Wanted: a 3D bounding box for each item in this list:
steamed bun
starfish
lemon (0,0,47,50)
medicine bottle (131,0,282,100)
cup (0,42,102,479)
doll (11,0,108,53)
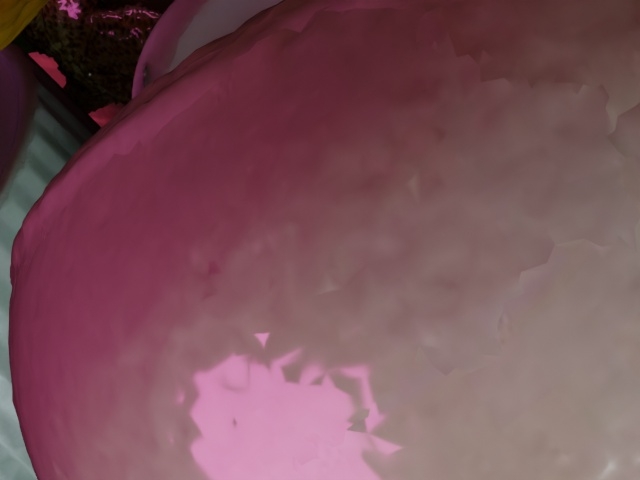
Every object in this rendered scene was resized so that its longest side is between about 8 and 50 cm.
[{"bbox_3d":[0.072,0.028,0.433,0.177,0.283,0.283,66,163,10],"label":"steamed bun"},{"bbox_3d":[-0.118,-0.101,0.927,0.208,0.053,0.176,40,151,6],"label":"starfish"},{"bbox_3d":[-0.207,-0.176,0.665,0.293,0.293,0.293,41,160,18],"label":"lemon"},{"bbox_3d":[0.000,0.000,0.758,0.144,0.144,0.252,40,158,21],"label":"medicine bottle"},{"bbox_3d":[-0.133,0.130,0.945,0.392,0.310,0.401,53,175,-38],"label":"cup"},{"bbox_3d":[-0.172,-0.125,1.023,0.190,0.050,0.115,8,137,51],"label":"doll"}]
